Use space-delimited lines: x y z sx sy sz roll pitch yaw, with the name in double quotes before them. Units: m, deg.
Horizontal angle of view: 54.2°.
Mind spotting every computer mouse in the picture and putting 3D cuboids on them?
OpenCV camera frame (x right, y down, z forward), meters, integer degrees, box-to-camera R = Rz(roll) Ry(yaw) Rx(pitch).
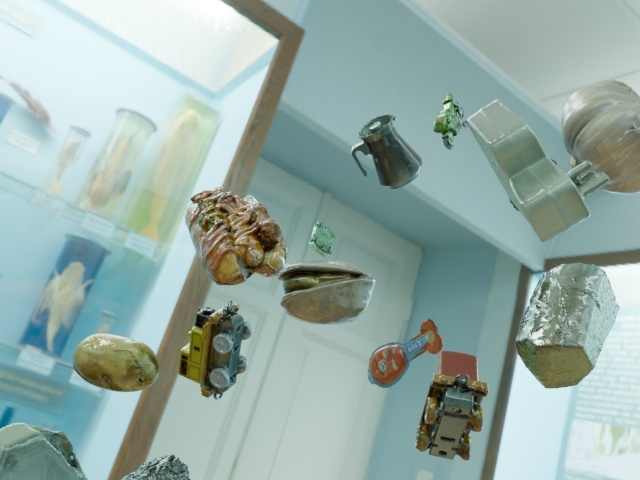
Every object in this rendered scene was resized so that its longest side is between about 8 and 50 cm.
"computer mouse" -0.591 0.537 1.253 0.146 0.228 0.429 1 -58 22

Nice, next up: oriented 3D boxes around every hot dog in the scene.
"hot dog" -0.163 -0.026 1.155 0.158 0.117 0.349 -9 21 -14

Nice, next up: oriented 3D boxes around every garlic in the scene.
"garlic" 0.753 -0.271 1.602 0.241 0.322 0.322 -25 -36 16

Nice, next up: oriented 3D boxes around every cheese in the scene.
"cheese" 0.204 0.286 1.562 0.037 0.106 0.256 9 -41 -44

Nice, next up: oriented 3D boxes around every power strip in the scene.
"power strip" 0.390 -0.122 1.108 0.141 0.261 0.229 -33 -61 13

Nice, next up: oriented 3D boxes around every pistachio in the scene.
"pistachio" 0.023 0.128 1.595 0.288 0.166 0.197 6 -25 -46

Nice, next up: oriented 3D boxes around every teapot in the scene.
"teapot" 0.225 -0.301 2.173 0.203 0.171 0.225 -28 -65 11

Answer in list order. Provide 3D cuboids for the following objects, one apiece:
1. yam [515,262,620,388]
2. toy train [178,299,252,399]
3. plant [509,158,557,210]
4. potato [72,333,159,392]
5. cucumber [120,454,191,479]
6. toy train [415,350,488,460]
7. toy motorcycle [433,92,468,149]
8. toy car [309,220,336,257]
"yam" 0.584 0.207 1.500 0.201 0.271 0.202 -8 -52 36
"toy train" -0.212 0.212 1.240 0.127 0.219 0.089 16 20 19
"plant" 0.769 -0.196 2.233 0.142 0.203 0.131 35 -17 -20
"potato" -0.388 0.234 1.190 0.171 0.107 0.080 15 3 13
"cucumber" -0.327 0.422 0.920 0.096 0.096 0.359 10 6 21
"toy train" 0.385 0.485 1.849 0.163 0.231 0.369 10 -50 7
"toy motorcycle" 0.408 -0.378 1.991 0.074 0.190 0.106 -16 -49 44
"toy car" 0.000 0.000 2.158 0.093 0.186 0.058 39 -62 -13
